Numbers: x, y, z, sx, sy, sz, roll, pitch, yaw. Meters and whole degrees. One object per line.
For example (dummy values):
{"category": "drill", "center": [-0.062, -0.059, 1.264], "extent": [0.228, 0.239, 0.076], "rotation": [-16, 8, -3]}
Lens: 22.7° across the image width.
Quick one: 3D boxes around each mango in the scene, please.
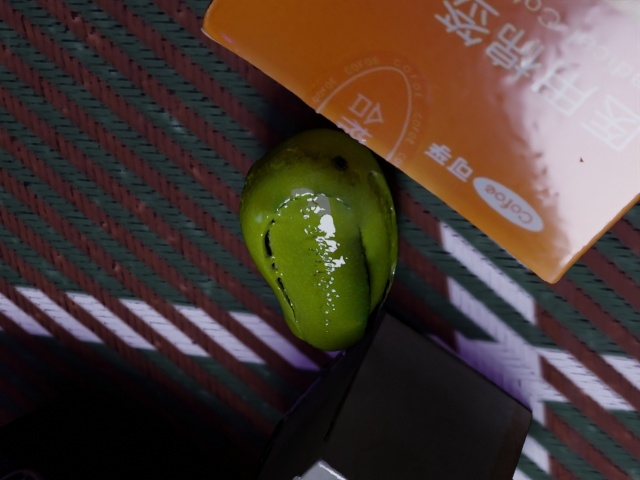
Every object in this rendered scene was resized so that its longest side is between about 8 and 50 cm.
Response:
{"category": "mango", "center": [0.000, 0.000, 0.946], "extent": [0.091, 0.074, 0.165], "rotation": [12, 140, 13]}

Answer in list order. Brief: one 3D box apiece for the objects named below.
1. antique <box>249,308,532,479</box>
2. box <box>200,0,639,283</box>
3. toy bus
{"category": "antique", "center": [0.038, 0.162, 1.005], "extent": [0.148, 0.146, 0.152], "rotation": [33, 133, -6]}
{"category": "box", "center": [0.123, -0.167, 0.708], "extent": [0.225, 0.143, 0.341], "rotation": [36, 134, -4]}
{"category": "toy bus", "center": [-0.122, 0.238, 1.099], "extent": [0.303, 0.127, 0.147], "rotation": [35, 119, 20]}
